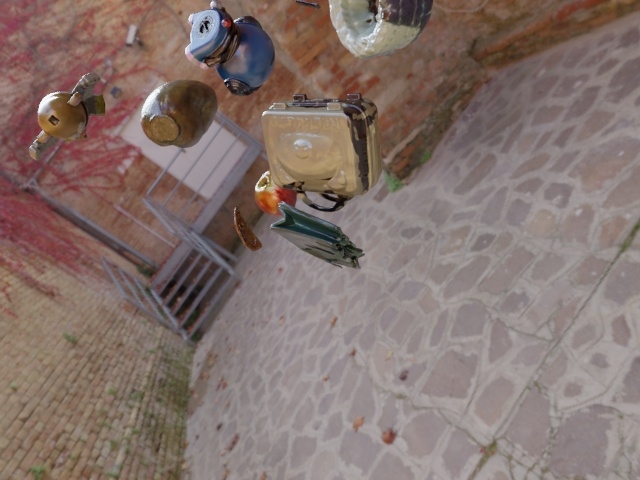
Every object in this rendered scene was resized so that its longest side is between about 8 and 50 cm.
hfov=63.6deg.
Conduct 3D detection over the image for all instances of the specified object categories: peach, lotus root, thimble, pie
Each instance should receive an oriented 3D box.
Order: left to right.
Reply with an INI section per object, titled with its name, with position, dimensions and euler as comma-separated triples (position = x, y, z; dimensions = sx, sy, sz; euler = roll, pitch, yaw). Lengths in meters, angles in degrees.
[lotus root]
position = -0.531, -0.468, 1.923
dimensions = 0.250, 0.250, 0.346
euler = -47, 16, 25
[pie]
position = -0.283, -0.029, 1.918
dimensions = 0.033, 0.191, 0.088
euler = -20, 25, 22
[peach]
position = -0.152, -0.179, 1.976
dimensions = 0.190, 0.192, 0.191
euler = -22, 58, 39
[thimble]
position = 0.131, -0.536, 1.180
dimensions = 0.150, 0.238, 0.237
euler = -21, -5, -32

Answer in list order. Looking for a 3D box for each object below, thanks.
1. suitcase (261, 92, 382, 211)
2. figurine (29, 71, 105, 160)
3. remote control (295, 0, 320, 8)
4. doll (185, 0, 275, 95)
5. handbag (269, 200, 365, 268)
[suitcase]
position = 0.006, -0.245, 1.515
dimensions = 0.351, 0.340, 0.194
euler = 10, 32, 32
[figurine]
position = -0.863, -0.422, 1.759
dimensions = 0.285, 0.166, 0.343
euler = -119, 48, -75
[remote control]
position = -0.047, -0.874, 1.912
dimensions = 0.039, 0.096, 0.014
euler = -23, -47, -69
[doll]
position = -0.302, -0.675, 1.839
dimensions = 0.240, 0.309, 0.285
euler = 7, 80, 35
[handbag]
position = -0.001, 0.000, 1.603
dimensions = 0.090, 0.238, 0.326
euler = -65, -23, -8
